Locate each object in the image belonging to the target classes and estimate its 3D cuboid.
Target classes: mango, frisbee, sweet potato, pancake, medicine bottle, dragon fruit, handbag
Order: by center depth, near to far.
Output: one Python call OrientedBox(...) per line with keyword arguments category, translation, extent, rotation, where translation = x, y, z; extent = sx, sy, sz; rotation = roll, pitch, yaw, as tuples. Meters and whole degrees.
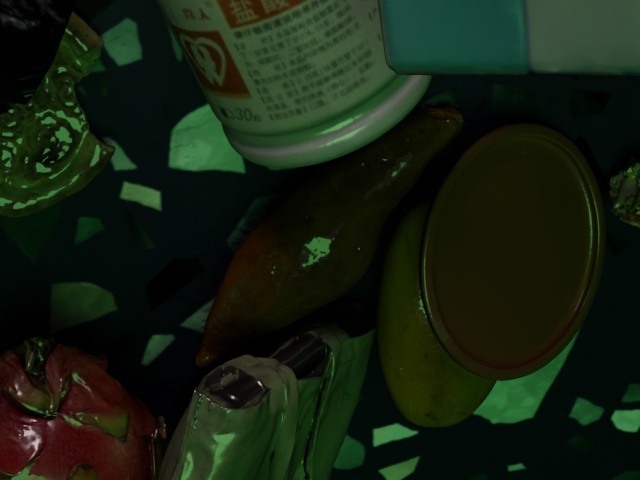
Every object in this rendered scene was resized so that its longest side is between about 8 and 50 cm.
OrientedBox(category="medicine bottle", translation=(-0.047, -0.239, 1.596), extent=(0.202, 0.202, 0.316), rotation=(-24, 125, 5))
OrientedBox(category="pancake", translation=(-0.291, -0.122, 1.729), extent=(0.212, 0.029, 0.235), rotation=(-11, 122, -2))
OrientedBox(category="sweet potato", translation=(-0.005, 0.003, 1.819), extent=(0.112, 0.112, 0.359), rotation=(34, 111, -28))
OrientedBox(category="frisbee", translation=(0.186, 0.011, 1.836), extent=(0.251, 0.021, 0.250), rotation=(-8, 103, -38))
OrientedBox(category="dragon fruit", translation=(-0.271, 0.241, 1.858), extent=(0.250, 0.250, 0.315), rotation=(17, 134, -21))
OrientedBox(category="handbag", translation=(-0.063, 0.205, 1.858), extent=(0.109, 0.316, 0.253), rotation=(29, 119, 21))
OrientedBox(category="mango", translation=(0.120, 0.069, 1.881), extent=(0.138, 0.113, 0.253), rotation=(-20, 122, -24))

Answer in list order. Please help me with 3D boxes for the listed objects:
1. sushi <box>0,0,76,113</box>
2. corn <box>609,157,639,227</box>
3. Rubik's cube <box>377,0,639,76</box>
OrientedBox(category="sushi", translation=(-0.318, -0.227, 1.545), extent=(0.215, 0.212, 0.227), rotation=(22, 157, -17))
OrientedBox(category="corn", translation=(0.427, -0.030, 1.893), extent=(0.281, 0.092, 0.092), rotation=(8, 121, -14))
OrientedBox(category="Rubik's cube", translation=(0.230, -0.347, 1.439), extent=(0.347, 0.344, 0.347), rotation=(4, 126, 16))
